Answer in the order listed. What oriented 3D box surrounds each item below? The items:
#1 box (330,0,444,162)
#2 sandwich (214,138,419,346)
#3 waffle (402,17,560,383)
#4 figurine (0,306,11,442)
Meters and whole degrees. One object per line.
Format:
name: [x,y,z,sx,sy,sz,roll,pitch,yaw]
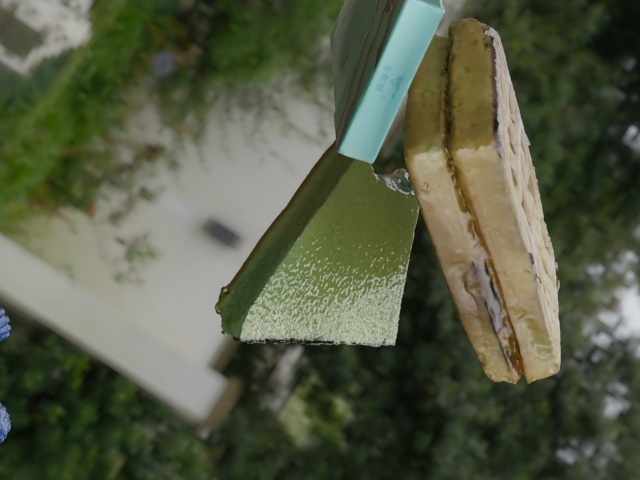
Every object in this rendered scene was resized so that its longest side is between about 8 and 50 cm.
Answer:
box: [0.055,-0.194,1.624,0.229,0.041,0.162,-92,-157,-57]
sandwich: [0.000,0.000,1.877,0.245,0.063,0.212,6,96,-50]
waffle: [0.167,-0.034,1.820,0.224,0.098,0.327,-83,160,-48]
figurine: [-0.345,0.132,1.538,0.121,0.164,0.262,-38,-164,25]
